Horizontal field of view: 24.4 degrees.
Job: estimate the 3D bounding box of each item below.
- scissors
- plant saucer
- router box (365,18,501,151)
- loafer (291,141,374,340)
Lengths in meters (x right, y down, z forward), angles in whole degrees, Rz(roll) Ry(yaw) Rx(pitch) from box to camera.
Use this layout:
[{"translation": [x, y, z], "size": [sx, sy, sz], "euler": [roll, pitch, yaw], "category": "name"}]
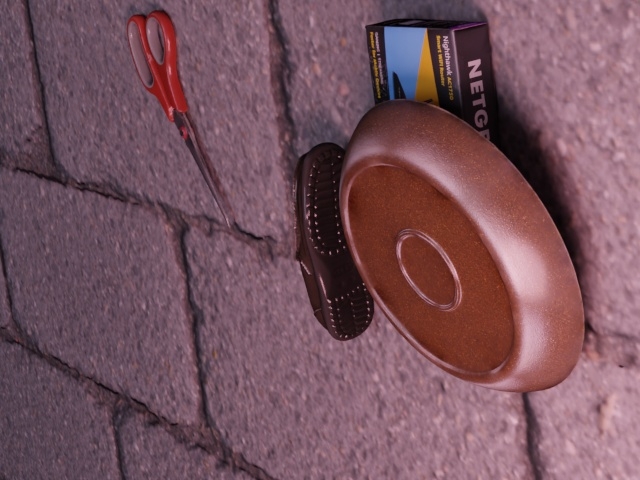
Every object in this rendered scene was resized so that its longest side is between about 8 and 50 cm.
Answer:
[{"translation": [-0.177, -0.149, 1.855], "size": [0.109, 0.021, 0.297], "euler": [-20, 89, 56], "category": "scissors"}, {"translation": [0.114, 0.018, 1.376], "size": [0.310, 0.050, 0.310], "euler": [39, 148, 30], "category": "plant saucer"}, {"translation": [0.107, -0.116, 1.387], "size": [0.133, 0.046, 0.179], "euler": [13, 117, 54], "category": "router box"}, {"translation": [0.000, 0.000, 1.582], "size": [0.078, 0.080, 0.220], "euler": [22, 123, 52], "category": "loafer"}]
